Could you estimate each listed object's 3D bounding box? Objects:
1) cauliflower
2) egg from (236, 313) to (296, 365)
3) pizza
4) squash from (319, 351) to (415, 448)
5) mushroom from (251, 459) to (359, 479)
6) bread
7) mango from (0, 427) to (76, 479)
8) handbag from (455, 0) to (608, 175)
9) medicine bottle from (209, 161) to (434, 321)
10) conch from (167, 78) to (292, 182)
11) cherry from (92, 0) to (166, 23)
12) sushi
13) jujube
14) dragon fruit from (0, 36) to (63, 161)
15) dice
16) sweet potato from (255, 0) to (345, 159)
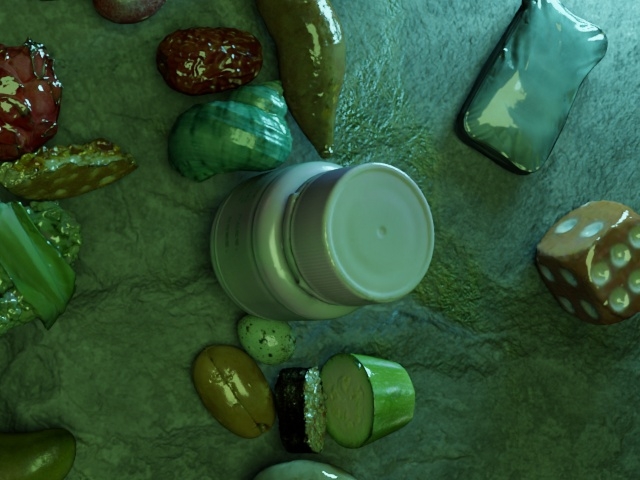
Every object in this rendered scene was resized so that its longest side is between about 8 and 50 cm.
[{"bbox_3d":[-0.486,0.013,1.546,0.256,0.239,0.315,-20,143,-16],"label":"cauliflower"},{"bbox_3d":[-0.094,0.167,1.763,0.110,0.085,0.085,27,86,-4],"label":"egg"},{"bbox_3d":[-0.399,-0.113,1.626,0.246,0.127,0.058,-20,74,-35],"label":"pizza"},{"bbox_3d":[0.084,0.274,1.790,0.122,0.170,0.170,-4,95,-28],"label":"squash"},{"bbox_3d":[-0.023,0.464,1.763,0.226,0.178,0.226,-1,127,-1],"label":"mushroom"},{"bbox_3d":[-0.144,0.262,1.762,0.114,0.077,0.189,-38,100,-15],"label":"bread"},{"bbox_3d":[-0.536,0.370,1.621,0.289,0.129,0.146,3,83,-21],"label":"mango"},{"bbox_3d":[0.394,-0.296,1.890,0.191,0.075,0.332,30,88,-13],"label":"handbag"},{"bbox_3d":[0.000,0.000,1.631,0.256,0.325,0.256,5,81,-35],"label":"medicine bottle"},{"bbox_3d":[-0.137,-0.185,1.683,0.196,0.134,0.202,37,55,23],"label":"conch"},{"bbox_3d":[-0.358,-0.412,1.649,0.225,0.090,0.107,12,102,-8],"label":"cherry"},{"bbox_3d":[-0.032,0.295,1.777,0.078,0.090,0.150,-3,91,20],"label":"sushi"},{"bbox_3d":[-0.181,-0.297,1.693,0.176,0.109,0.112,-11,91,-27],"label":"jujube"},{"bbox_3d":[-0.484,-0.208,1.580,0.172,0.172,0.209,39,71,-15],"label":"dragon fruit"},{"bbox_3d":[0.517,0.040,1.891,0.175,0.179,0.174,-37,103,-9],"label":"dice"},{"bbox_3d":[-0.015,-0.306,1.737,0.131,0.131,0.337,-20,100,-15],"label":"sweet potato"}]
